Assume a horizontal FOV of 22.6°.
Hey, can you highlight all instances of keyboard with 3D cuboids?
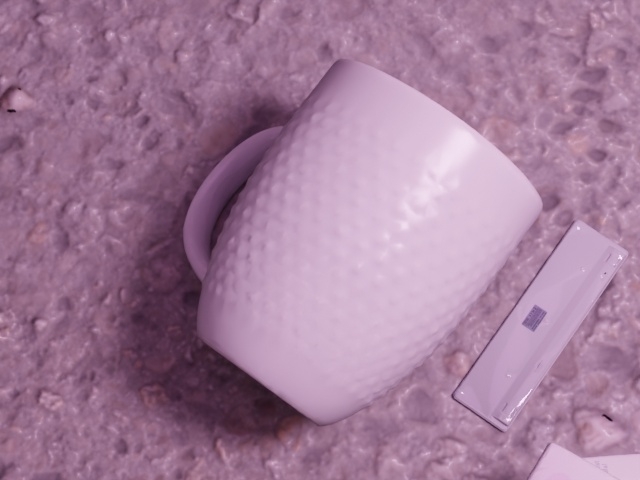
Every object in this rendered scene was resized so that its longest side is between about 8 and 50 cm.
[{"bbox_3d":[0.250,0.094,1.812,0.072,0.014,0.256,33,76,16],"label":"keyboard"}]

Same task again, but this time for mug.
[{"bbox_3d":[0.000,0.000,1.737,0.374,0.276,0.328,31,82,41],"label":"mug"}]

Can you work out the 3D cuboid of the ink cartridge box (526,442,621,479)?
[{"bbox_3d":[0.284,0.341,1.604,0.232,0.066,0.189,29,79,17],"label":"ink cartridge box"}]

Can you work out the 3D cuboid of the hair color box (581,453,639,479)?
[{"bbox_3d":[0.428,0.315,1.688,0.339,0.110,0.185,-5,74,2],"label":"hair color box"}]
